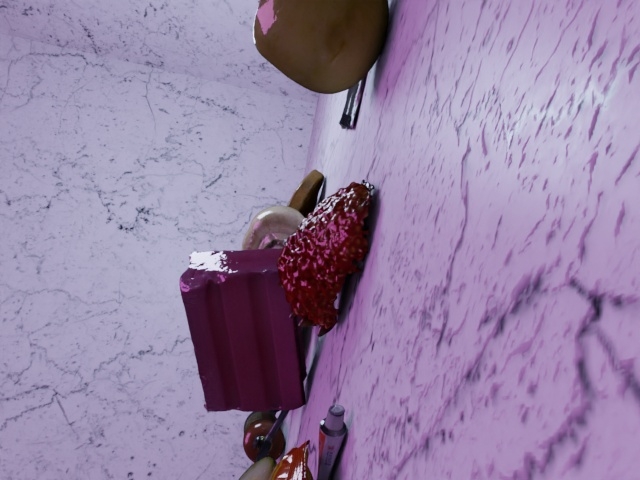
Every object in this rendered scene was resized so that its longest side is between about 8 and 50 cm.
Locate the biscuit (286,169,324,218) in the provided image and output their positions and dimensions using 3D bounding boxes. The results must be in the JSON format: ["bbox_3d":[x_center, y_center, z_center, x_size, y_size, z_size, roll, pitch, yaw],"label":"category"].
[{"bbox_3d":[-0.081,-0.098,1.929,0.343,0.057,0.287,-63,-8,25],"label":"biscuit"}]

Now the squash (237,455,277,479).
[{"bbox_3d":[-0.188,0.639,1.217,0.233,0.210,0.309,161,116,-70],"label":"squash"}]

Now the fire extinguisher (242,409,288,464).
[{"bbox_3d":[-0.158,0.530,1.581,0.376,0.113,0.200,131,151,-79],"label":"fire extinguisher"}]

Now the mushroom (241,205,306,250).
[{"bbox_3d":[-0.129,0.032,1.709,0.260,0.254,0.234,59,-160,-20],"label":"mushroom"}]

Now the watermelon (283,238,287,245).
[{"bbox_3d":[0.019,0.022,1.211,0.158,0.121,0.098,-34,35,7],"label":"watermelon"}]

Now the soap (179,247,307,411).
[{"bbox_3d":[-0.158,0.199,1.199,0.128,0.233,0.359,-85,-8,-63],"label":"soap"}]

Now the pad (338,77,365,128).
[{"bbox_3d":[0.087,-0.373,1.428,0.233,0.022,0.174,-111,34,-77],"label":"pad"}]

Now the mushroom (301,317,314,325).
[{"bbox_3d":[-0.042,0.111,1.355,0.188,0.117,0.141,-78,15,-45],"label":"mushroom"}]

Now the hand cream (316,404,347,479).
[{"bbox_3d":[0.008,0.319,0.793,0.052,0.038,0.216,-37,-37,-55],"label":"hand cream"}]

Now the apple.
[{"bbox_3d":[0.000,-0.450,1.130,0.254,0.292,0.292,-51,16,21],"label":"apple"}]

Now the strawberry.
[{"bbox_3d":[0.000,0.000,0.972,0.233,0.138,0.306,-83,5,-46],"label":"strawberry"}]

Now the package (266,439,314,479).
[{"bbox_3d":[-0.047,0.420,0.704,0.223,0.108,0.288,-150,66,-88],"label":"package"}]
